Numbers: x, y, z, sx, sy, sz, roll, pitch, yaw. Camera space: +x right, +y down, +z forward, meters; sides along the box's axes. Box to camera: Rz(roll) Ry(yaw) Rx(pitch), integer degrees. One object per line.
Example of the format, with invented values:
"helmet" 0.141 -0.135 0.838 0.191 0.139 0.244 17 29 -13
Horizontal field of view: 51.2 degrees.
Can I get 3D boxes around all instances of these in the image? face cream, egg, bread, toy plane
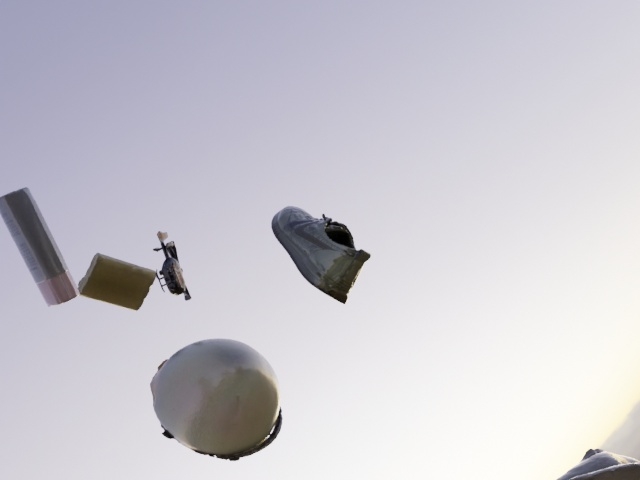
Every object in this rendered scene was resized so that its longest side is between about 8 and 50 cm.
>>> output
"face cream" -0.465 0.013 1.103 0.057 0.084 0.199 -31 -78 -37
"egg" -0.197 0.276 1.339 0.264 0.286 0.174 2 -61 -25
"bread" -0.556 0.114 1.828 0.178 0.060 0.140 24 -74 -33
"toy plane" -0.394 0.068 1.752 0.053 0.197 0.078 -22 -4 19

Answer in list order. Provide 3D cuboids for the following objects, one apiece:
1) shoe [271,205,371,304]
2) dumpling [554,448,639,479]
"shoe" 0.000 0.000 1.152 0.103 0.275 0.098 33 -79 -38
"dumpling" 0.267 0.307 0.636 0.204 0.163 0.293 -3 -44 -49
